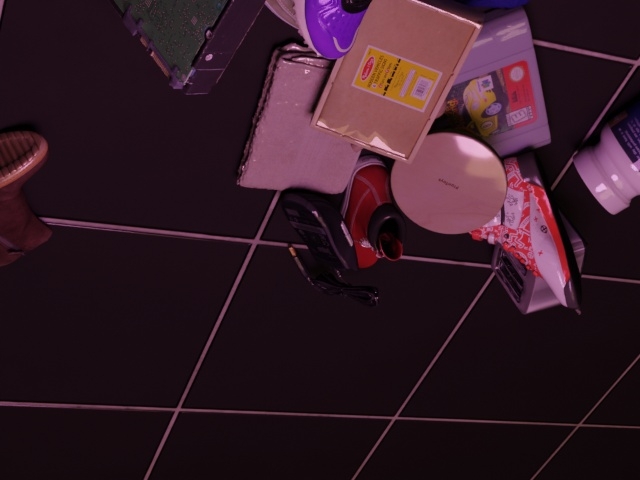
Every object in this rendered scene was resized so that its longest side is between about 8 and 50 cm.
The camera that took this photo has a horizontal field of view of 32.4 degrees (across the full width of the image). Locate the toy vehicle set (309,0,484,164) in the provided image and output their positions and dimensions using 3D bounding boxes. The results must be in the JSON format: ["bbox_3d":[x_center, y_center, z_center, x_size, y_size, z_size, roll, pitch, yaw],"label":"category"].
[{"bbox_3d":[0.104,-0.240,1.577,0.166,0.035,0.267,21,133,-6],"label":"toy vehicle set"}]

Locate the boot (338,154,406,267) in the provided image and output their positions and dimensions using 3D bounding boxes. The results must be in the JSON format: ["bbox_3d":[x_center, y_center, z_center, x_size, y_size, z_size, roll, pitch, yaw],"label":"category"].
[{"bbox_3d":[0.090,0.002,1.856,0.088,0.176,0.244,-9,140,-11],"label":"boot"}]

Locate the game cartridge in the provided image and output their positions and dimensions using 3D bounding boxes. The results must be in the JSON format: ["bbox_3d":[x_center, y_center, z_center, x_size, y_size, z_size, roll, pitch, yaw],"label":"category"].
[{"bbox_3d":[0.254,-0.226,1.754,0.196,0.060,0.294,-18,139,7],"label":"game cartridge"}]

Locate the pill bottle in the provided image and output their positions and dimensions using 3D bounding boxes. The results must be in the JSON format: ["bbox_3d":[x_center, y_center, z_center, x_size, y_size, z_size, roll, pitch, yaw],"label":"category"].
[{"bbox_3d":[0.566,-0.166,1.841,0.264,0.153,0.153,-36,135,21],"label":"pill bottle"}]

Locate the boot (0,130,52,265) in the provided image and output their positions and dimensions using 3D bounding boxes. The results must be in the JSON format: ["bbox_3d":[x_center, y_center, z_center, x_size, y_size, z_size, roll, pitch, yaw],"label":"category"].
[{"bbox_3d":[-0.476,-0.061,1.698,0.248,0.090,0.207,-29,149,12],"label":"boot"}]

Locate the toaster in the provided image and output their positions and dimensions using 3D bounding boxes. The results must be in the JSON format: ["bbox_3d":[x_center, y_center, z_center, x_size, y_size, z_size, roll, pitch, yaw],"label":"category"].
[{"bbox_3d":[0.391,0.027,1.972,0.110,0.186,0.168,-16,141,-15],"label":"toaster"}]

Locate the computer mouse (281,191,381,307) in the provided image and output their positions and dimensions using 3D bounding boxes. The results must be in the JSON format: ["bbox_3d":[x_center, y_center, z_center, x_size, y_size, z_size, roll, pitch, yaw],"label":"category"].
[{"bbox_3d":[0.000,0.000,1.875,0.060,0.184,0.262,-49,123,-23],"label":"computer mouse"}]

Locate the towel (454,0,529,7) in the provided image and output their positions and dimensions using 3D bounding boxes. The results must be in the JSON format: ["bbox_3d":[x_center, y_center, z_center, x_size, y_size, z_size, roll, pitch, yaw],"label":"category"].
[{"bbox_3d":[0.221,-0.410,1.450,0.227,0.076,0.308,0,163,-10],"label":"towel"}]

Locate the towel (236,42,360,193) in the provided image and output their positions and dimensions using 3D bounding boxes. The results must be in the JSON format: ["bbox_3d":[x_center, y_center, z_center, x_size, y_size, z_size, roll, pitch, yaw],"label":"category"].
[{"bbox_3d":[-0.015,-0.183,1.718,0.187,0.049,0.282,4,136,-20],"label":"towel"}]

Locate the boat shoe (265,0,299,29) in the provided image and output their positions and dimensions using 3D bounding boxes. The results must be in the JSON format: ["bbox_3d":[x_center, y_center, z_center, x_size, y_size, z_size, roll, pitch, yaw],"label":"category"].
[{"bbox_3d":[-0.057,-0.374,1.457,0.109,0.094,0.302,-26,138,11],"label":"boat shoe"}]

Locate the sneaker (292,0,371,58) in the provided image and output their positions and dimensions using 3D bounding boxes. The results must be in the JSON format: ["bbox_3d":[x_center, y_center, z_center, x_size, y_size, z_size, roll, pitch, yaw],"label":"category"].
[{"bbox_3d":[0.055,-0.354,1.398,0.102,0.146,0.293,-34,140,-44],"label":"sneaker"}]

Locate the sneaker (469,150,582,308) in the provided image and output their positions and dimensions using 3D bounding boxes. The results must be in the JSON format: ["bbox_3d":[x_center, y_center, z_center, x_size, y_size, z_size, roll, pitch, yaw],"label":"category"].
[{"bbox_3d":[0.332,-0.001,1.834,0.145,0.270,0.090,-19,-179,21],"label":"sneaker"}]

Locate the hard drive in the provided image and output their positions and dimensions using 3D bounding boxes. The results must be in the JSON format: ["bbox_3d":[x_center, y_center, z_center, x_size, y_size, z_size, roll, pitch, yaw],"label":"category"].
[{"bbox_3d":[-0.137,-0.376,1.326,0.064,0.237,0.339,-9,145,-48],"label":"hard drive"}]

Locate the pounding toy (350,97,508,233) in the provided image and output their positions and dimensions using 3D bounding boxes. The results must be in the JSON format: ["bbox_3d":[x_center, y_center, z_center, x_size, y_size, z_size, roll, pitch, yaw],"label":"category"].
[{"bbox_3d":[0.191,-0.132,1.743,0.183,0.110,0.237,-33,109,30],"label":"pounding toy"}]
